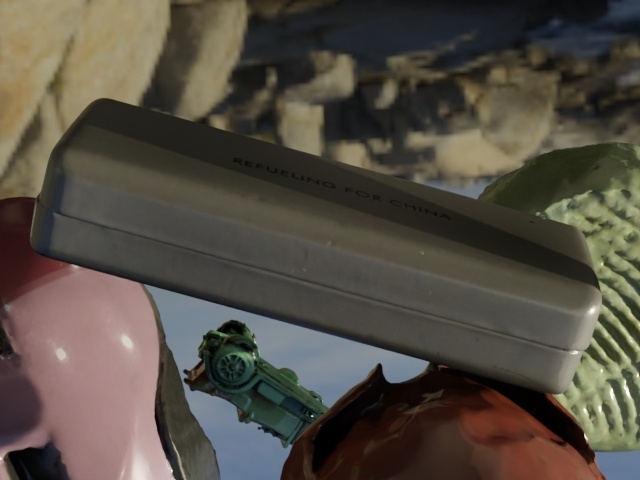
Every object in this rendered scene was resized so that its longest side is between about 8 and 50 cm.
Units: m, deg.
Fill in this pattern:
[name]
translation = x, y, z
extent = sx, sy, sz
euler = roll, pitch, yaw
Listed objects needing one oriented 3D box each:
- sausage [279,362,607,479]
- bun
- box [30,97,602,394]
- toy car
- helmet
[sausage]
translation = 0.076, 0.178, 0.608
extent = 0.152, 0.279, 0.152
euler = -17, 151, -10
[bun]
translation = 0.168, 0.029, 0.892
extent = 0.195, 0.195, 0.118
euler = -3, -159, -2
[box]
translation = 0.000, 0.000, 0.653
extent = 0.244, 0.055, 0.103
euler = 16, -159, -2
[toy car]
translation = -0.023, 0.110, 0.987
extent = 0.143, 0.054, 0.073
euler = 35, -177, -11
[helmet]
translation = -0.174, 0.119, 0.806
extent = 0.198, 0.253, 0.154
euler = -30, -172, 26
